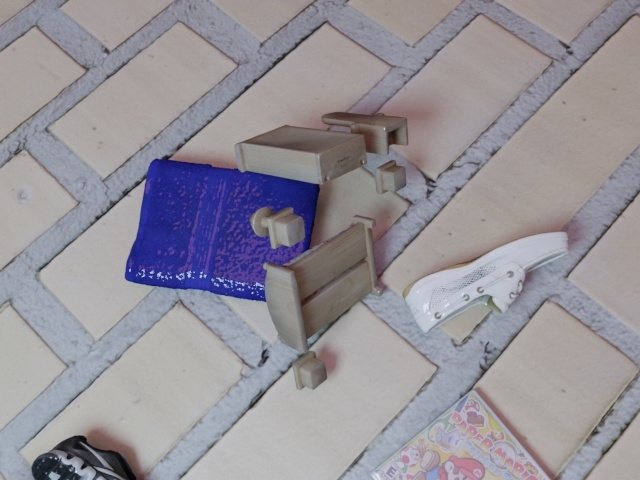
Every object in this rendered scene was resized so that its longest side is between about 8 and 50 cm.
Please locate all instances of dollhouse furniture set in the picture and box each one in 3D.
[{"bbox_3d":[0.000,0.000,1.062,0.174,0.355,0.303,16,33,40],"label":"dollhouse furniture set"}]

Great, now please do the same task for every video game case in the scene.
[{"bbox_3d":[0.222,0.371,0.958,0.206,0.026,0.227,-36,69,-10],"label":"video game case"}]

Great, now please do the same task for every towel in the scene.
[{"bbox_3d":[-0.163,-0.015,1.126,0.308,0.076,0.227,8,76,7],"label":"towel"}]

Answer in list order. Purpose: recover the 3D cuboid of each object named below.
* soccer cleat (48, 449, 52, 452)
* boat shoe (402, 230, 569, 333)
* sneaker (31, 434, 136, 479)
[{"bbox_3d":[-0.410,0.362,1.011,0.036,0.029,0.083,3,64,10],"label":"soccer cleat"},{"bbox_3d":[0.275,0.071,1.042,0.277,0.098,0.096,-23,68,5],"label":"boat shoe"},{"bbox_3d":[-0.304,0.370,0.971,0.234,0.106,0.078,40,108,-4],"label":"sneaker"}]
